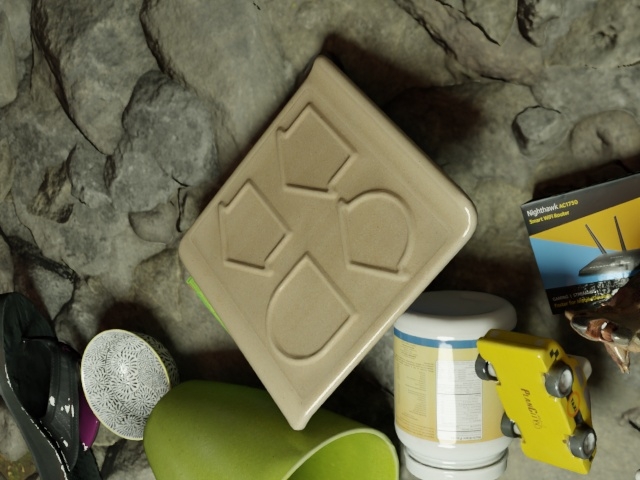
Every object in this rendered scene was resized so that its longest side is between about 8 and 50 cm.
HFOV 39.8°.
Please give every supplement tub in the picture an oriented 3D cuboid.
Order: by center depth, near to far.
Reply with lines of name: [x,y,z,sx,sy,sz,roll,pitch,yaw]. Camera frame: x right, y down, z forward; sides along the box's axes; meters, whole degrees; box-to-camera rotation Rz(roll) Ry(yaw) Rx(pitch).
supplement tub: [0.158,0.169,1.042,0.144,0.144,0.200,4,103,28]

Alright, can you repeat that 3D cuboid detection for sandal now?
sandal: [-0.390,0.279,1.385,0.107,0.167,0.446,-15,102,8]

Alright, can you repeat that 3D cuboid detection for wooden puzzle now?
wooden puzzle: [0.000,0.000,1.074,0.348,0.080,0.322,-53,53,19]

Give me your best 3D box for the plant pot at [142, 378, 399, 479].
plant pot: [-0.095,0.307,1.171,0.293,0.274,0.275,25,113,40]

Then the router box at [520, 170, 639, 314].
router box: [0.325,-0.001,0.968,0.178,0.046,0.133,-16,93,31]

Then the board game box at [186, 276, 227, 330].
board game box: [-0.095,0.092,1.224,0.181,0.043,0.092,49,118,11]

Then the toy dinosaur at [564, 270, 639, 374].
toy dinosaur: [0.373,0.133,0.910,0.200,0.127,0.296,14,151,35]

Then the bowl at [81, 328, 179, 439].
bowl: [-0.267,0.204,1.323,0.170,0.080,0.170,7,105,28]

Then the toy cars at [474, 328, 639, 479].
toy cars: [0.323,0.222,0.936,0.393,0.087,0.176,40,150,6]
